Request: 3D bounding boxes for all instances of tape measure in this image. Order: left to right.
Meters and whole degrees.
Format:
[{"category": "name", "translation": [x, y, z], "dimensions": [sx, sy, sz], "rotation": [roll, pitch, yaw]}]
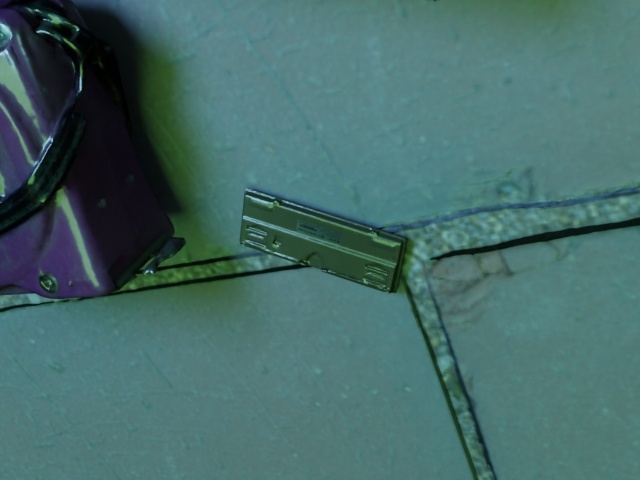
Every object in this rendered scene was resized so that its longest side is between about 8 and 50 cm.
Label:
[{"category": "tape measure", "translation": [-0.243, -0.071, 0.722], "dimensions": [0.245, 0.149, 0.232], "rotation": [-6, 117, 28]}]

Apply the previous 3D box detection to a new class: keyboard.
[{"category": "keyboard", "translation": [0.000, 0.000, 0.737], "dimensions": [0.129, 0.015, 0.049], "rotation": [18, 119, 15]}]
